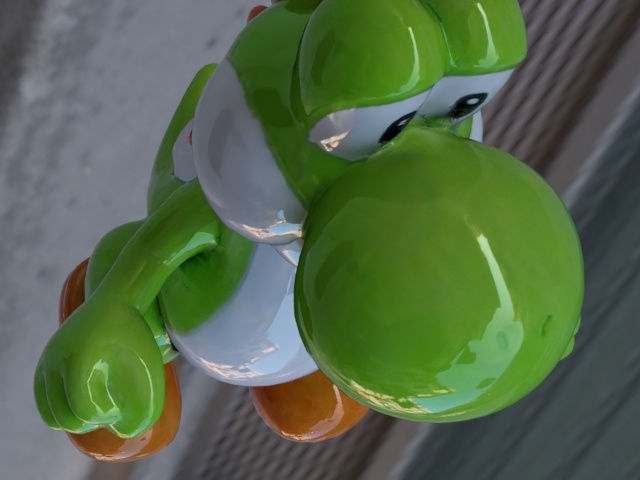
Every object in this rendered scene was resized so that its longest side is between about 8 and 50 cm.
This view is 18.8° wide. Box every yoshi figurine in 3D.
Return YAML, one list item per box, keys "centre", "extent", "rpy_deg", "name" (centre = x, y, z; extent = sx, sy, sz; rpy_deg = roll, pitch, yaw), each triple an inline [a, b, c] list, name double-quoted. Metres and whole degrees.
- centre: [-0.001, 0.026, 0.818]
  extent: [0.204, 0.203, 0.362]
  rpy_deg: [-57, -177, -28]
  name: "yoshi figurine"
